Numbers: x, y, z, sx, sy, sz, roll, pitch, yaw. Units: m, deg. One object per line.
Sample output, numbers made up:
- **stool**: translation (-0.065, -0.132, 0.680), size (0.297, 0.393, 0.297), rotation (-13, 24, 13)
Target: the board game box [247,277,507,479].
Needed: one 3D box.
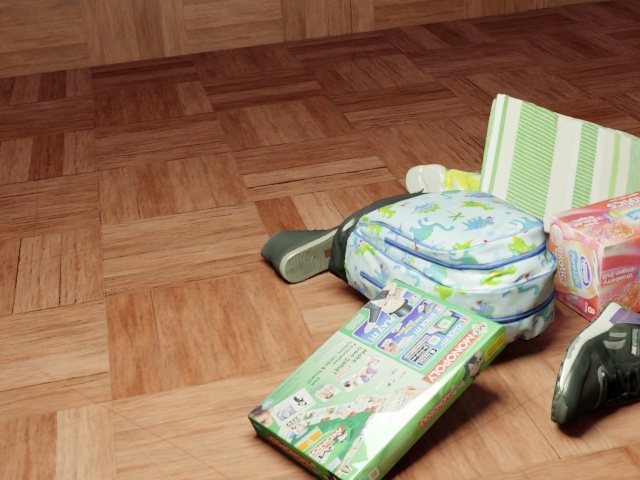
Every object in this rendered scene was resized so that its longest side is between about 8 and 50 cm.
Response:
- **board game box**: translation (0.080, 0.197, 1.338), size (0.317, 0.046, 0.213), rotation (-41, 41, -24)

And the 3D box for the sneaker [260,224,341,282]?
- **sneaker**: translation (0.000, 0.000, 1.811), size (0.222, 0.083, 0.118), rotation (-18, 29, -24)

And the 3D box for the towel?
- **towel**: translation (0.453, -0.117, 1.752), size (0.325, 0.248, 0.038), rotation (16, -19, -9)

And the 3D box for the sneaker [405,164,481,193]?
- **sneaker**: translation (0.302, -0.108, 2.008), size (0.240, 0.091, 0.126), rotation (17, 15, 38)

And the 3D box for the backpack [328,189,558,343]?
- **backpack**: translation (0.223, 0.040, 1.553), size (0.290, 0.273, 0.355), rotation (-10, 39, -25)

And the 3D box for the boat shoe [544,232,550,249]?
- **boat shoe**: translation (0.473, -0.022, 1.786), size (0.227, 0.079, 0.081), rotation (-21, 26, -36)

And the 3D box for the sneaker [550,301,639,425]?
- **sneaker**: translation (0.429, 0.181, 1.363), size (0.124, 0.107, 0.283), rotation (20, 35, 29)

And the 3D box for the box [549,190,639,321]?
- **box**: translation (0.550, 0.016, 1.620), size (0.300, 0.154, 0.142), rotation (-13, 28, -20)

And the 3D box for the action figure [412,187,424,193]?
- **action figure**: translation (0.260, -0.043, 1.854), size (0.285, 0.099, 0.185), rotation (3, 34, 22)
